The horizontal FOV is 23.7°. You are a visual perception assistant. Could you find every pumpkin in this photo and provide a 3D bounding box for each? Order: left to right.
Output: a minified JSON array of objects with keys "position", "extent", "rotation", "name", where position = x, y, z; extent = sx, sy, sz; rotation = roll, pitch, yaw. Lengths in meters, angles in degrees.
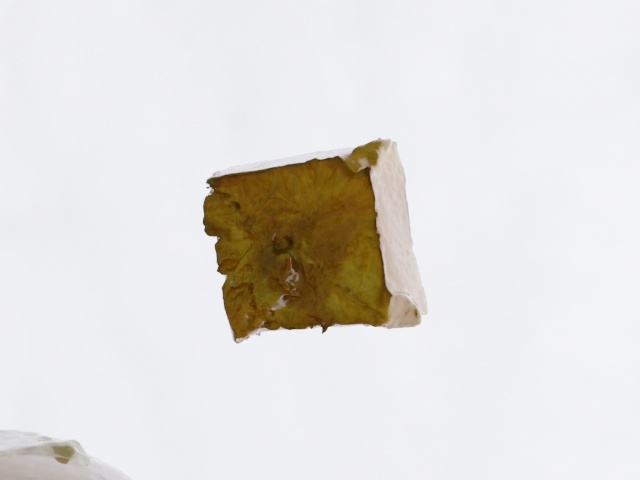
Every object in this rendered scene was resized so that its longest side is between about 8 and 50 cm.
[{"position":[0.000,0.000,0.608],"extent":[0.083,0.054,0.074],"rotation":[-7,-87,27],"name":"pumpkin"}]

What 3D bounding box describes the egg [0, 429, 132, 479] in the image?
[{"position":[-0.137,0.195,0.646],"extent":[0.195,0.195,0.233],"rotation":[14,-72,38],"name":"egg"}]
